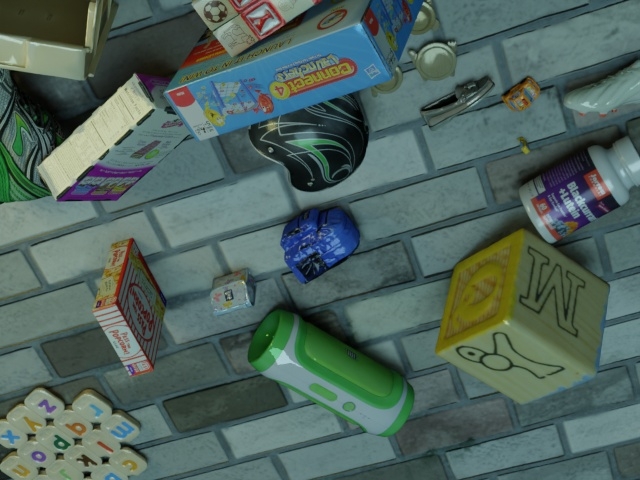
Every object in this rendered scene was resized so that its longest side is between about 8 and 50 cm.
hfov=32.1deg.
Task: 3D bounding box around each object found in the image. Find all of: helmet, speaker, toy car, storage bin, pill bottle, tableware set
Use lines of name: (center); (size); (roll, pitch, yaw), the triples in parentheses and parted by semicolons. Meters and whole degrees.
helmet: (-0.019, -0.172, 1.701); (0.169, 0.169, 0.161); (-23, 136, 14)
speaker: (0.021, 0.239, 1.988); (0.296, 0.131, 0.131); (31, 118, -19)
toy car: (0.330, -0.193, 1.756); (0.060, 0.040, 0.122); (-19, 121, 12)
storage bin: (-0.422, -0.344, 1.533); (0.262, 0.260, 0.123); (9, 127, -6)
pill bottle: (0.427, -0.086, 1.786); (0.193, 0.108, 0.108); (-31, 118, 19)
tableware set: (0.123, -0.295, 1.704); (0.168, 0.020, 0.141); (-15, 120, 11)

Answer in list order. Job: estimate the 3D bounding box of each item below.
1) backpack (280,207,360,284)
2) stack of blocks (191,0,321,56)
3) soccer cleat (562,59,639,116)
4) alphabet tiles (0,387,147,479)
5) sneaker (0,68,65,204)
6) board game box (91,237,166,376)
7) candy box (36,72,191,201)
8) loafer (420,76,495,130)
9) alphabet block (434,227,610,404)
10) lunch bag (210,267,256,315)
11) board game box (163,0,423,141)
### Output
backpack: (0.000, 0.000, 1.851); (0.120, 0.098, 0.101); (-28, 115, 18)
stack of blocks: (-0.066, -0.380, 1.482); (0.171, 0.297, 0.087); (-29, 119, 18)
soccer cleat: (0.469, -0.240, 1.715); (0.196, 0.068, 0.076); (-8, 118, -3)
alphabet tiles: (-0.487, 0.400, 2.160); (0.284, 0.021, 0.278); (-40, 115, 23)
sneaker: (-0.471, -0.196, 1.705); (0.146, 0.134, 0.343); (-6, 142, -8)
board game box: (-0.317, 0.110, 1.867); (0.045, 0.193, 0.147); (-17, 122, 11)
candy box: (-0.301, -0.154, 1.713); (0.233, 0.159, 0.071); (-37, 77, 22)
loafer: (0.213, -0.219, 1.740); (0.125, 0.045, 0.039); (-34, 110, 23)
alphabet block: (0.335, 0.130, 1.846); (0.197, 0.193, 0.192); (32, 143, -20)
lunch bag: (-0.150, 0.092, 1.920); (0.071, 0.083, 0.053); (-17, 122, 12)
board game box: (-0.019, -0.288, 1.495); (0.308, 0.302, 0.086); (-14, 125, 31)
